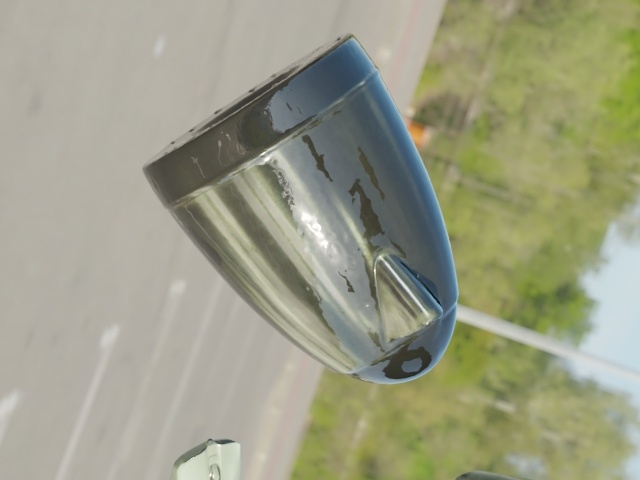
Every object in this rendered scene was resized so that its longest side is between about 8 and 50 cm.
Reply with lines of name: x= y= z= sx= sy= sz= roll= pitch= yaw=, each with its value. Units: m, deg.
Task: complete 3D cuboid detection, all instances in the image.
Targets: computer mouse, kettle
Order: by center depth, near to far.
computer mouse: x=-0.080 y=0.174 z=1.313 sx=0.056 sy=0.032 sz=0.110 roll=-20 pitch=149 yaw=-29
kettle: x=-0.003 y=0.004 z=1.559 sx=0.250 sy=0.271 sz=0.207 roll=-28 pitch=-171 yaw=41

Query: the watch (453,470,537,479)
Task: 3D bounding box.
watch: x=0.150 y=0.319 z=1.605 sx=0.241 sy=0.161 sz=0.253 roll=-13 pitch=-122 yaw=58
